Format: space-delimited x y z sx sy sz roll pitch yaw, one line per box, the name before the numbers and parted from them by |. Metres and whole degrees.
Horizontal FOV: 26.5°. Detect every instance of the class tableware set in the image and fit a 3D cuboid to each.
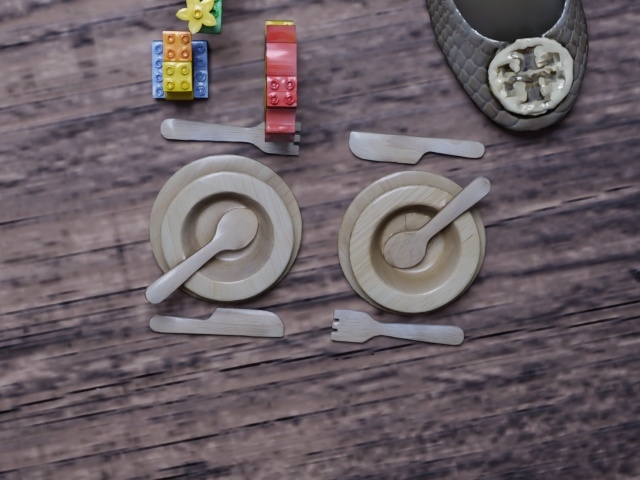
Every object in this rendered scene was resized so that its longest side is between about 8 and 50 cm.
tableware set | 0.000 0.000 0.770 0.194 0.039 0.128 3 103 -4

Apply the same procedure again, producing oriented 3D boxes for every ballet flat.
ballet flat | 0.092 -0.176 0.723 0.084 0.058 0.250 -12 104 0

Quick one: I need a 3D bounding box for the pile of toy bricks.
pile of toy bricks | -0.057 -0.155 0.695 0.118 0.105 0.212 0 104 -3
